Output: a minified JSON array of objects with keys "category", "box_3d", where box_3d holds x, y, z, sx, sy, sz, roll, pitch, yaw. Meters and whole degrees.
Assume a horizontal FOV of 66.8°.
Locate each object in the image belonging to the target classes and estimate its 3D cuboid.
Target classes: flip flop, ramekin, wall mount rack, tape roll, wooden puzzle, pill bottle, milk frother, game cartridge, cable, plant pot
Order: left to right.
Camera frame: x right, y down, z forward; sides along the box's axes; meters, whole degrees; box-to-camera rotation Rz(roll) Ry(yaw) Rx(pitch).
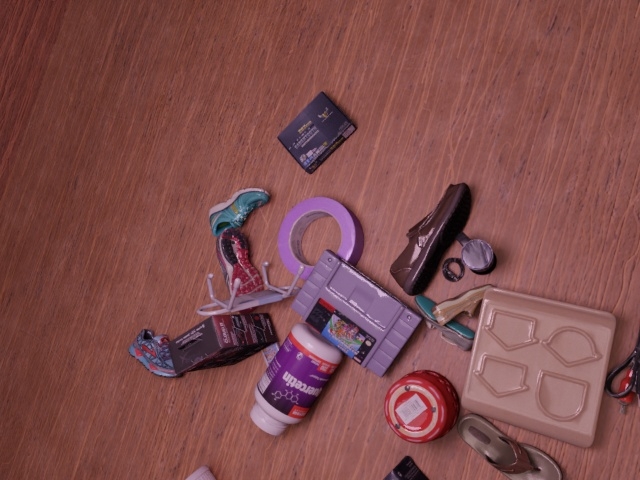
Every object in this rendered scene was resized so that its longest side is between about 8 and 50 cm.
[{"category":"ramekin","box_3d":[-0.413,0.843,1.560,0.109,0.207,0.207,42,98,16]},{"category":"wall mount rack","box_3d":[-0.204,0.142,1.501,0.304,0.350,0.131,6,105,60]},{"category":"pill bottle","box_3d":[-0.081,0.430,1.497,0.181,0.181,0.323,34,95,26]},{"category":"tape roll","box_3d":[0.000,0.000,1.597,0.274,0.090,0.275,-5,77,24]},{"category":"game cartridge","box_3d":[0.099,0.218,1.457,0.355,0.068,0.230,35,100,17]},{"category":"plant pot","box_3d":[0.277,0.461,1.337,0.191,0.174,0.191,-4,80,22]},{"category":"milk frother","box_3d":[0.413,0.063,1.371,0.129,0.134,0.143,35,95,26]},{"category":"flip flop","box_3d":[0.486,0.558,1.272,0.277,0.080,0.112,32,94,26]},{"category":"wooden puzzle","box_3d":[0.569,0.324,1.284,0.322,0.080,0.348,12,90,24]},{"category":"cable","box_3d":[0.800,0.301,1.211,0.139,0.072,0.287,3,68,42]}]

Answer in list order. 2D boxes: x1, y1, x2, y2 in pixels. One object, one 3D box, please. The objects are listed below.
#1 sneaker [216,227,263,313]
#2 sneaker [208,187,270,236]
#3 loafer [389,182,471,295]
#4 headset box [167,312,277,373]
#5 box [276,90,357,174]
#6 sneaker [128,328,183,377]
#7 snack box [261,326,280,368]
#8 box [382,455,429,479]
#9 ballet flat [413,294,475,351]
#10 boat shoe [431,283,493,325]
[{"category":"sneaker","box_3d":[-0.289,0.109,1.704,0.112,0.120,0.299,-23,79,56]},{"category":"sneaker","box_3d":[-0.286,-0.098,1.731,0.275,0.107,0.110,-28,53,28]},{"category":"loafer","box_3d":[0.314,-0.020,1.432,0.130,0.134,0.366,32,90,35]},{"category":"headset box","box_3d":[-0.318,0.325,1.546,0.218,0.293,0.110,-33,68,27]},{"category":"box","box_3d":[-0.015,-0.376,1.692,0.232,0.059,0.183,-42,65,11]},{"category":"sneaker","box_3d":[-0.595,0.409,1.778,0.261,0.104,0.125,24,88,26]},{"category":"snack box","box_3d":[-0.171,0.359,1.640,0.064,0.022,0.178,-30,69,17]},{"category":"box","box_3d":[0.223,0.806,1.289,0.294,0.182,0.296,43,99,24]},{"category":"ballet flat","box_3d":[0.348,0.244,1.406,0.213,0.072,0.068,36,126,28]},{"category":"boat shoe","box_3d":[0.411,0.187,1.368,0.190,0.068,0.072,-24,66,-1]}]
